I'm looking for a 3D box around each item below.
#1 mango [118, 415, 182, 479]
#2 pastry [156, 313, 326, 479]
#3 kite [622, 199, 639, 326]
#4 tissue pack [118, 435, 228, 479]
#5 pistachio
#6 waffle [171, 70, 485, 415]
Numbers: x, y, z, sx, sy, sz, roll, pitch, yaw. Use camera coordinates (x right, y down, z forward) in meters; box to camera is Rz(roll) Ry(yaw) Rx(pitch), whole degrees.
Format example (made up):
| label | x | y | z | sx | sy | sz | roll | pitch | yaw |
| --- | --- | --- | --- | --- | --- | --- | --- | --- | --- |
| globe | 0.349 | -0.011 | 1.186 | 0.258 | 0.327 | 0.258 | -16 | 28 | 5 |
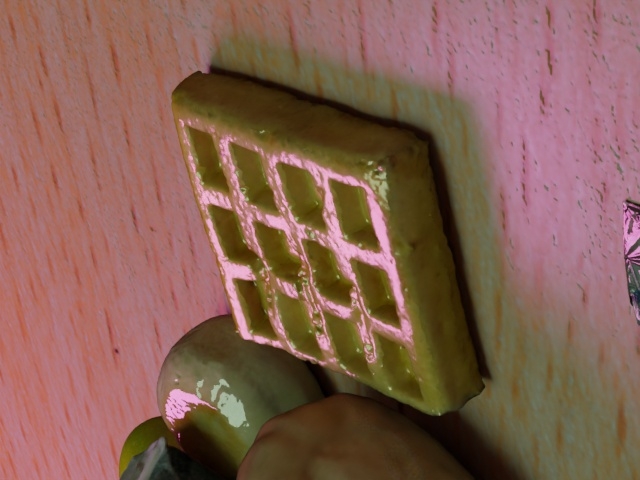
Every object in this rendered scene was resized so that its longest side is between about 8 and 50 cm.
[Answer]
| label | x | y | z | sx | sy | sz | roll | pitch | yaw |
| --- | --- | --- | --- | --- | --- | --- | --- | --- | --- |
| mango | -0.088 | 0.287 | 1.769 | 0.293 | 0.143 | 0.175 | 60 | -176 | 12 |
| pastry | -0.064 | 0.137 | 1.633 | 0.156 | 0.092 | 0.156 | 29 | 144 | 23 |
| kite | 0.230 | 0.037 | 1.199 | 0.152 | 0.005 | 0.137 | 52 | 151 | 1 |
| tissue pack | -0.063 | 0.341 | 1.610 | 0.315 | 0.228 | 0.103 | 36 | 153 | -13 |
| pistachio | 0.046 | 0.263 | 1.503 | 0.214 | 0.193 | 0.318 | 16 | 136 | 53 |
| waffle | 0.000 | 0.000 | 1.433 | 0.248 | 0.055 | 0.221 | 20 | 137 | 44 |
